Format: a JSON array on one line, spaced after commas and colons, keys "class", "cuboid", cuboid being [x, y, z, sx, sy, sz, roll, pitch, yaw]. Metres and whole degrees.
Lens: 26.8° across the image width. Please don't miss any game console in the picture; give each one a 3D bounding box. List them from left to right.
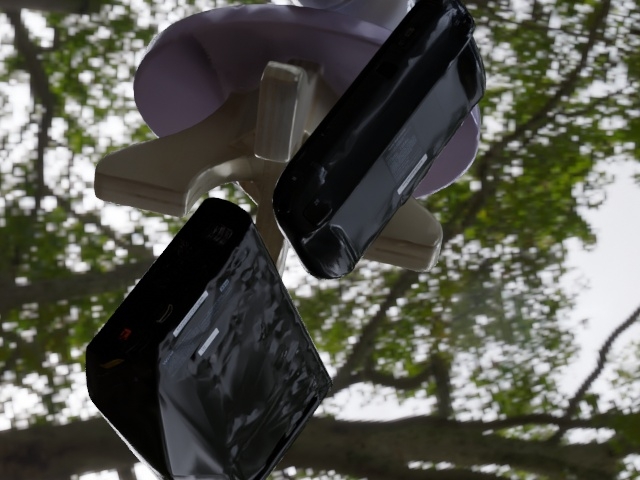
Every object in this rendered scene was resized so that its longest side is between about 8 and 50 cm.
[{"class": "game console", "cuboid": [0.000, 0.000, 0.862, 0.044, 0.213, 0.361, 27, -112, 28]}]

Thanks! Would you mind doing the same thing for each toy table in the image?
[{"class": "toy table", "cuboid": [-0.022, -0.063, 1.017, 0.274, 0.161, 0.252, 3, -48, 11]}]

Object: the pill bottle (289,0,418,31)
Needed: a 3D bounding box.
[{"class": "pill bottle", "cuboid": [0.041, -0.174, 1.097, 0.112, 0.187, 0.112, -18, -131, 22]}]
